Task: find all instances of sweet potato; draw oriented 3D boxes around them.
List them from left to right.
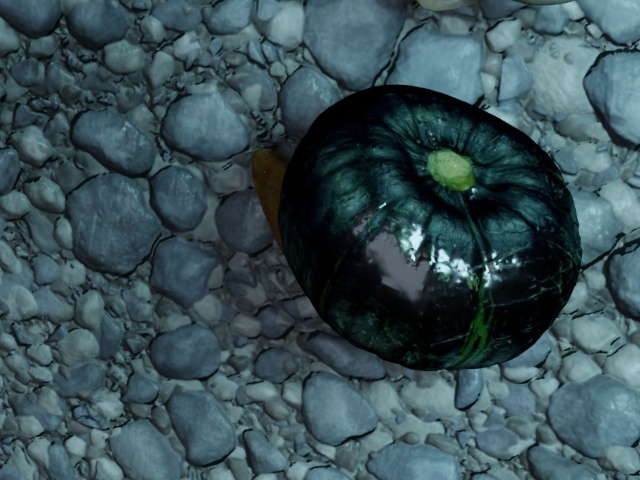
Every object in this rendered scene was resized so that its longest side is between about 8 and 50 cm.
[{"bbox_3d":[0.000,0.000,1.284,0.097,0.097,0.251,-36,87,23],"label":"sweet potato"}]

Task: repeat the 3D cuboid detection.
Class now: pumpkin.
[{"bbox_3d":[0.107,-0.002,1.142,0.315,0.315,0.238,29,133,9],"label":"pumpkin"}]

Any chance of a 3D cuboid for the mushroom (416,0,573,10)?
[{"bbox_3d":[0.162,-0.339,1.044,0.290,0.297,0.297,-33,93,46],"label":"mushroom"}]
